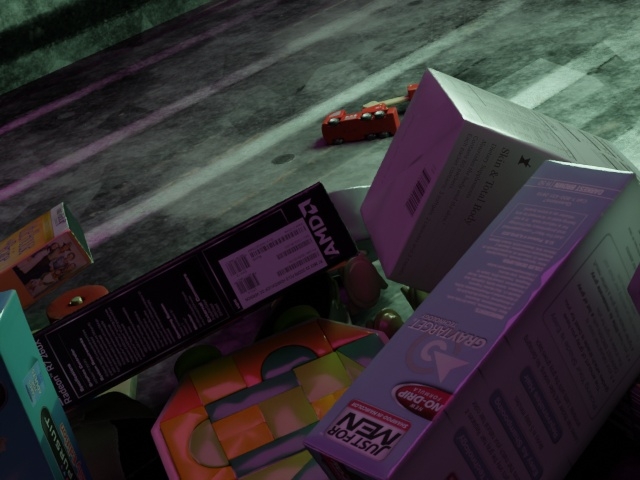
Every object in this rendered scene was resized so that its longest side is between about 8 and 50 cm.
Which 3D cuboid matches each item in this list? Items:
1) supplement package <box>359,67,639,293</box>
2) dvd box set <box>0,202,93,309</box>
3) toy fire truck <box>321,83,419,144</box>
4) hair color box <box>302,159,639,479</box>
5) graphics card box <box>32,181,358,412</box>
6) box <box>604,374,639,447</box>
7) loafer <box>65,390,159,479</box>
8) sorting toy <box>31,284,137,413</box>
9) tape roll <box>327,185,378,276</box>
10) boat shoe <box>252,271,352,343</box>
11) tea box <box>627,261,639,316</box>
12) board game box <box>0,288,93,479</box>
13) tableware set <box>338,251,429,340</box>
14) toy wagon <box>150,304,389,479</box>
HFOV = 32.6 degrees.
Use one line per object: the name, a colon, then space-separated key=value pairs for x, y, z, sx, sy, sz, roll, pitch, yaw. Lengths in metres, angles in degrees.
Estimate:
supplement package: x=0.215 y=-0.040 z=1.263 sx=0.262 sy=0.199 sz=0.198 roll=19 pitch=21 yaw=-16
dvd box set: x=-0.504 y=0.101 z=1.475 sx=0.420 sy=0.062 sz=0.307 roll=-34 pitch=15 yaw=-7
toy fire truck: x=0.105 y=-0.234 z=2.013 sx=0.192 sy=0.047 sz=0.135 roll=-7 pitch=26 yaw=17
hair color box: x=0.173 y=0.119 z=1.003 sx=0.113 sy=0.185 sz=0.374 roll=14 pitch=54 yaw=49
graphics card box: x=-0.142 y=0.063 z=1.212 sx=0.371 sy=0.094 sz=0.233 roll=-29 pitch=-1 yaw=-3
box: x=0.421 y=0.136 z=1.069 sx=0.242 sy=0.077 sz=0.307 roll=-25 pitch=27 yaw=-19
loafer: x=-0.259 y=0.235 z=1.174 sx=0.092 sy=0.102 sz=0.268 roll=0 pitch=18 yaw=28
sorting toy: x=-0.377 y=0.158 z=1.440 sx=0.257 sy=0.089 sz=0.255 roll=-15 pitch=26 yaw=0
tape roll: x=0.000 y=0.000 z=1.445 sx=0.219 sy=0.072 sz=0.219 roll=-17 pitch=-12 yaw=-4
boat shoe: x=-0.036 y=0.139 z=1.291 sx=0.109 sy=0.091 sz=0.305 roll=-6 pitch=27 yaw=19
tea box: x=0.454 y=0.083 z=0.797 sx=0.323 sy=0.220 sz=0.329 roll=3 pitch=43 yaw=-10
board game box: x=-0.347 y=0.229 z=0.998 sx=0.253 sy=0.336 sz=0.079 roll=-12 pitch=26 yaw=7
tableware set: x=0.088 y=0.059 z=1.339 sx=0.020 sy=0.141 sz=0.168 roll=-16 pitch=20 yaw=44
toy wagon: x=0.005 y=0.175 z=1.123 sx=0.344 sy=0.068 sz=0.267 roll=-22 pitch=47 yaw=-11
